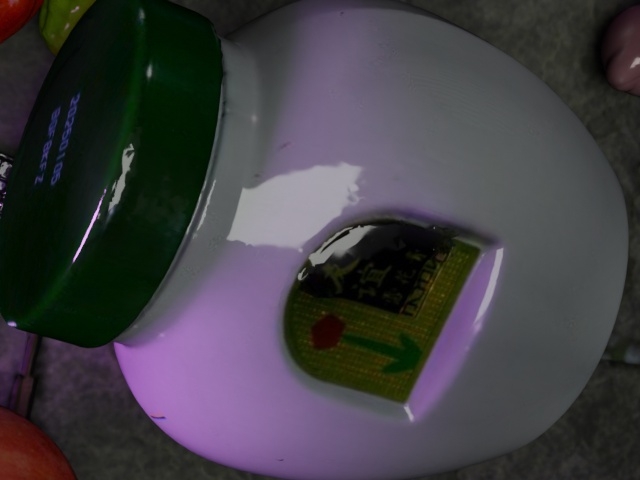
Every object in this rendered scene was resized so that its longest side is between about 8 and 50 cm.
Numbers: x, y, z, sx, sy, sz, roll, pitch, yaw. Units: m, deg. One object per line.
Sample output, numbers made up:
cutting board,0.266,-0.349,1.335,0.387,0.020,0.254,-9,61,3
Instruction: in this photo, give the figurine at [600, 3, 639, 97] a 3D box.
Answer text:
figurine,0.237,-0.137,1.043,0.071,0.083,0.067,-2,122,26

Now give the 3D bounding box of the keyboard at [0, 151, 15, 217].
keyboard,-0.247,0.032,0.963,0.064,0.010,0.198,24,94,-18

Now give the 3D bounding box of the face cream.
face cream,0.000,0.000,0.912,0.357,0.219,0.312,19,105,-26

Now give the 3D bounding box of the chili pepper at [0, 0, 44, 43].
chili pepper,-0.247,-0.132,0.887,0.272,0.063,0.071,-24,102,9

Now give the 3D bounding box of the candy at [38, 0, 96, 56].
candy,-0.114,-0.205,0.914,0.097,0.097,0.209,27,100,-20

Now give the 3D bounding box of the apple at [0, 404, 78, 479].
apple,-0.251,0.194,0.897,0.209,0.209,0.164,-52,130,-1
